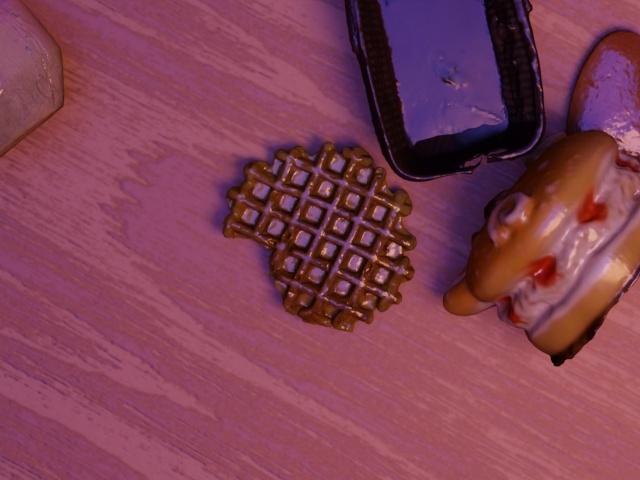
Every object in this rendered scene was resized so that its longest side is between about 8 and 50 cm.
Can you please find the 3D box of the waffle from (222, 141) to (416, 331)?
[{"bbox_3d":[0.000,0.000,1.764,0.249,0.056,0.253,-8,97,6],"label":"waffle"}]

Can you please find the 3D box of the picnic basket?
[{"bbox_3d":[0.156,-0.232,1.686,0.223,0.129,0.296,-13,96,5],"label":"picnic basket"}]

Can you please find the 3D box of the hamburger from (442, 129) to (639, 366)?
[{"bbox_3d":[0.283,0.004,1.654,0.186,0.261,0.302,34,141,4],"label":"hamburger"}]

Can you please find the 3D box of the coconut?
[{"bbox_3d":[-0.444,-0.216,1.699,0.227,0.227,0.230,-38,97,8],"label":"coconut"}]

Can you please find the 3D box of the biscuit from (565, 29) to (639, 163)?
[{"bbox_3d":[0.412,-0.161,1.719,0.192,0.036,0.186,17,96,2],"label":"biscuit"}]
